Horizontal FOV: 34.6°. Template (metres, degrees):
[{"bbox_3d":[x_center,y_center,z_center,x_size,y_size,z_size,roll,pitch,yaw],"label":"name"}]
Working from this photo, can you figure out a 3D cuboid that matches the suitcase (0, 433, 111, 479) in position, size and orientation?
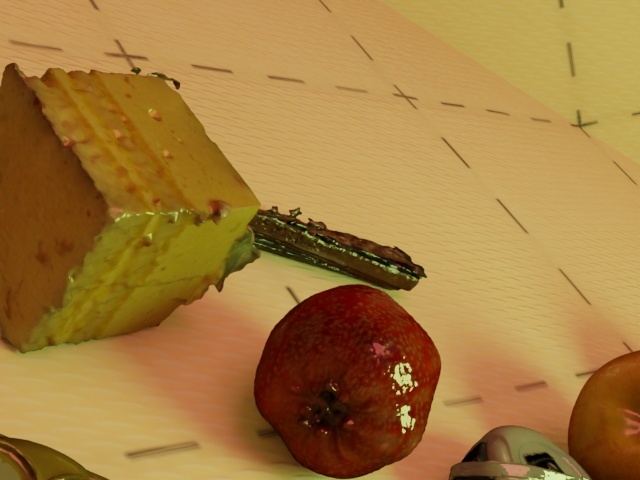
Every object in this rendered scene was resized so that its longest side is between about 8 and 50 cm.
[{"bbox_3d":[-0.238,0.249,0.744,0.194,0.143,0.235,26,30,-17],"label":"suitcase"}]

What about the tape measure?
[{"bbox_3d":[0.252,0.310,1.207,0.236,0.120,0.197,7,37,-47],"label":"tape measure"}]

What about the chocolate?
[{"bbox_3d":[-0.001,0.006,1.445,0.329,0.065,0.102,19,14,-29],"label":"chocolate"}]

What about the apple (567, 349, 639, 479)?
[{"bbox_3d":[0.457,0.268,1.320,0.233,0.286,0.286,40,21,-40],"label":"apple"}]

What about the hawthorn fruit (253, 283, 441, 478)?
[{"bbox_3d":[0.039,0.146,1.149,0.205,0.205,0.253,39,22,6],"label":"hawthorn fruit"}]

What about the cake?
[{"bbox_3d":[-0.213,-0.040,1.104,0.286,0.222,0.227,-7,56,-51],"label":"cake"}]
